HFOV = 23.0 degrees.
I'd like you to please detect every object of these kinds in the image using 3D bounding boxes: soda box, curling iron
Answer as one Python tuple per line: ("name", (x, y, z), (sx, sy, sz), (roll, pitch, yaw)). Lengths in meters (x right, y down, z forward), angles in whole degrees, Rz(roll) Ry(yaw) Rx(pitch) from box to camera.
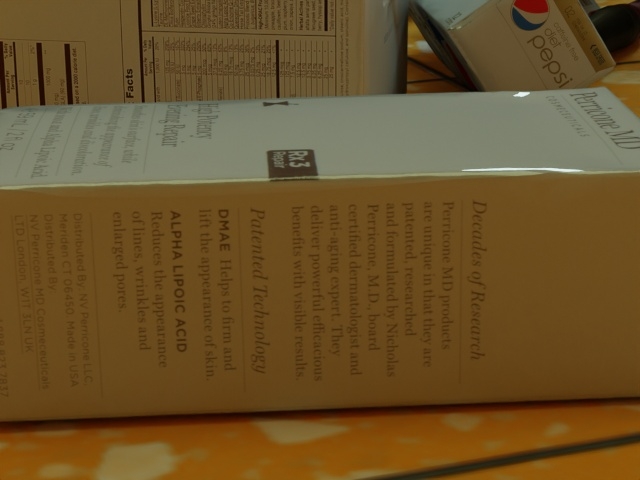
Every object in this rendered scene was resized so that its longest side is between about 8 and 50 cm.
("soda box", (0.098, -0.132, 0.920), (0.069, 0.074, 0.216), (-34, 19, 5))
("curling iron", (0.192, -0.156, 1.054), (0.035, 0.068, 0.274), (-24, 10, 30))

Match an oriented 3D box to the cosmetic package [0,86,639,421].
("cosmetic package", (0.000, 0.000, 0.538), (0.231, 0.086, 0.117), (-4, 19, -4))

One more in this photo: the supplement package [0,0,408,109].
("supplement package", (-0.063, -0.128, 0.829), (0.203, 0.149, 0.194), (3, 18, 8))

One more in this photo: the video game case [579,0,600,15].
("video game case", (0.141, -0.202, 1.136), (0.087, 0.011, 0.122), (-19, 68, -41))
